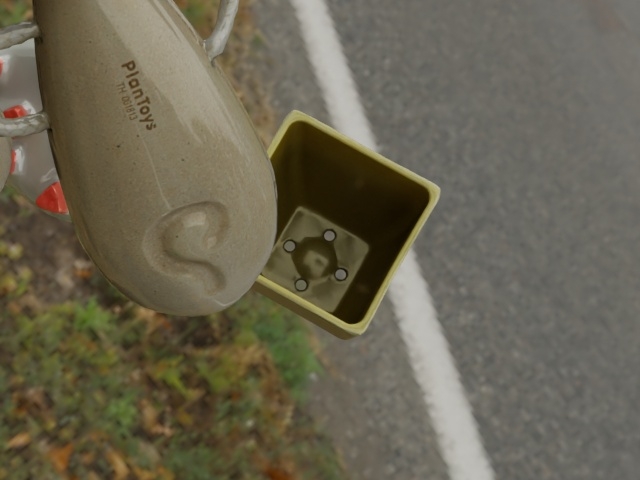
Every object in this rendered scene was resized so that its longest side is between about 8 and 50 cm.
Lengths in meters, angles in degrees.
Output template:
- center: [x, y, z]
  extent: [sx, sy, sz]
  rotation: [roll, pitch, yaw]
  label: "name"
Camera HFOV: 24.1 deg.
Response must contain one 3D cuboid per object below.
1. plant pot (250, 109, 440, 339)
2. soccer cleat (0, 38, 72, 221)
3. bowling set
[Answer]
- center: [0.000, 0.000, 0.726]
  extent: [0.081, 0.081, 0.083]
  rotation: [29, -13, 3]
  label: "plant pot"
- center: [-0.120, -0.050, 0.585]
  extent: [0.196, 0.068, 0.076]
  rotation: [12, 13, 21]
  label: "soccer cleat"
- center: [-0.175, -0.035, 0.410]
  extent: [0.200, 0.287, 0.154]
  rotation: [53, -13, 42]
  label: "bowling set"
